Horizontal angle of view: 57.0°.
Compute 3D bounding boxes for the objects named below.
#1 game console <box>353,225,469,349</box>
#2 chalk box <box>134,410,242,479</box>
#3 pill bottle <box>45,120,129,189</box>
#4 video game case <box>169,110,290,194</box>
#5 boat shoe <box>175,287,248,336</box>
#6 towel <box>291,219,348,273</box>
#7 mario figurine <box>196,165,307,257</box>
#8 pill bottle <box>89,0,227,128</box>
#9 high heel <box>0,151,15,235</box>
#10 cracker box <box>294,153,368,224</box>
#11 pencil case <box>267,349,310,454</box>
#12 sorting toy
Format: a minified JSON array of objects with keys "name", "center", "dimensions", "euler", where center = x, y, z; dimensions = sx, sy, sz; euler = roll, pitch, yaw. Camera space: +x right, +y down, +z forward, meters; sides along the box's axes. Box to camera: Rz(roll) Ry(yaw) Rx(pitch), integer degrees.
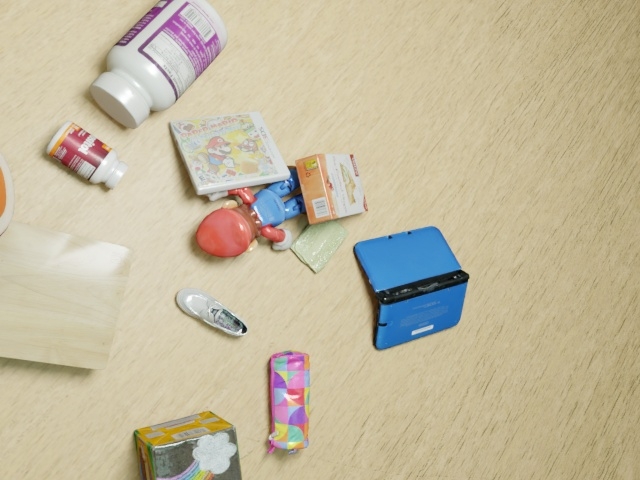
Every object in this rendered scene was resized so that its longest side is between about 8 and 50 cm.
[{"name":"game console","center":[0.241,0.125,1.620],"dimensions":[0.293,0.173,0.250],"euler":[-12,122,-27]},{"name":"chalk box","center":[-0.271,0.535,1.241],"dimensions":[0.181,0.179,0.288],"euler":[-6,89,-28]},{"name":"pill bottle","center":[-0.489,-0.176,1.245],"dimensions":[0.152,0.086,0.086],"euler":[35,71,-20]},{"name":"video game case","center":[-0.210,-0.210,1.370],"dimensions":[0.227,0.026,0.206],"euler":[-13,63,-27]},{"name":"boat shoe","center":[-0.244,0.168,1.349],"dimensions":[0.184,0.063,0.066],"euler":[41,69,-18]},{"name":"towel","center":[0.000,0.000,1.509],"dimensions":[0.110,0.027,0.148],"euler":[45,68,-17]},{"name":"mario figurine","center":[-0.165,-0.063,1.403],"dimensions":[0.198,0.170,0.321],"euler":[42,51,21]},{"name":"pill bottle","center":[-0.354,-0.392,1.288],"dimensions":[0.169,0.169,0.301],"euler":[42,69,-17]},{"name":"high heel","center":[-0.676,0.009,1.076],"dimensions":[0.127,0.181,0.376],"euler":[25,73,-44]},{"name":"cracker box","center":[0.033,-0.131,1.449],"dimensions":[0.232,0.067,0.155],"euler":[-18,95,-64]},{"name":"pencil case","center":[-0.074,0.381,1.398],"dimensions":[0.105,0.104,0.236],"euler":[4,82,-26]},{"name":"sorting toy","center":[-0.541,0.112,1.191],"dimensions":[0.257,0.089,0.255],"euler":[15,79,-25]}]
